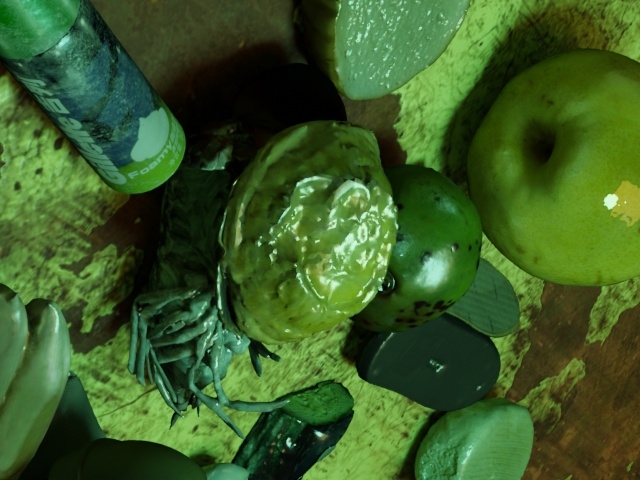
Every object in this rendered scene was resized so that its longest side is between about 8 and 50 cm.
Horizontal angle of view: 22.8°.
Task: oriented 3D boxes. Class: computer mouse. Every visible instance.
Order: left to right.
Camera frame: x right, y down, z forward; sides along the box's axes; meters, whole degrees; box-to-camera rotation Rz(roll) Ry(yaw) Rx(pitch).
[{"bbox_3d":[0.139,0.146,2.131,0.137,0.086,0.270,-52,140,9],"label":"computer mouse"}]

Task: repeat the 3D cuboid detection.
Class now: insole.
[{"bbox_3d":[0.185,0.062,2.107,0.009,0.119,0.348,-22,156,29],"label":"insole"}]

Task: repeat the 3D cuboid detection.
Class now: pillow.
[{"bbox_3d":[-0.285,0.256,1.726,0.169,0.059,0.255,-39,147,-15],"label":"pillow"}]

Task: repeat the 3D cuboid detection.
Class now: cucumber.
[{"bbox_3d":[-0.037,0.268,2.041,0.193,0.086,0.115,-50,151,8],"label":"cucumber"}]

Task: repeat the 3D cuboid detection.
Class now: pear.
[{"bbox_3d":[0.331,-0.086,1.972,0.314,0.314,0.314,-33,143,-29],"label":"pear"}]

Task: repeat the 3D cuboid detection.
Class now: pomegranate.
[{"bbox_3d":[0.097,-0.004,1.861,0.248,0.202,0.202,-53,163,-60],"label":"pomegranate"}]

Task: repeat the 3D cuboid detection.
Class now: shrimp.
[{"bbox_3d":[-0.116,0.051,1.663,0.221,0.166,0.410,-24,126,-34],"label":"shrimp"}]

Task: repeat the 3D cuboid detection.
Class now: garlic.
[{"bbox_3d":[-0.369,0.157,1.450,0.279,0.132,0.325,-22,139,-40],"label":"garlic"}]

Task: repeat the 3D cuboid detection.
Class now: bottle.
[{"bbox_3d":[-0.220,-0.157,1.374,0.093,0.093,0.330,-47,147,-9],"label":"bottle"}]

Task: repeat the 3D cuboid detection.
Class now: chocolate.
[{"bbox_3d":[-0.041,-0.107,1.632,0.127,0.124,0.133,-20,164,-48],"label":"chocolate"}]

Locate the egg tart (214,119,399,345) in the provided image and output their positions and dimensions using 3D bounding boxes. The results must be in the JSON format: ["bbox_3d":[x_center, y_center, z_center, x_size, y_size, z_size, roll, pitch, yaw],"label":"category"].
[{"bbox_3d":[0.000,0.000,1.564,0.232,0.098,0.252,36,83,-48],"label":"egg tart"}]

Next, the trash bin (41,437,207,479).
[{"bbox_3d":[-0.246,0.332,1.609,0.334,0.214,0.214,-31,151,15],"label":"trash bin"}]

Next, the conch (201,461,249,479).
[{"bbox_3d":[-0.154,0.346,1.945,0.116,0.106,0.173,41,72,-50],"label":"conch"}]

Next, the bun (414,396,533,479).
[{"bbox_3d":[0.225,0.325,2.399,0.221,0.108,0.221,-30,133,-37],"label":"bun"}]

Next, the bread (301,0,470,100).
[{"bbox_3d":[0.071,-0.262,1.664,0.236,0.070,0.236,-31,141,-29],"label":"bread"}]
